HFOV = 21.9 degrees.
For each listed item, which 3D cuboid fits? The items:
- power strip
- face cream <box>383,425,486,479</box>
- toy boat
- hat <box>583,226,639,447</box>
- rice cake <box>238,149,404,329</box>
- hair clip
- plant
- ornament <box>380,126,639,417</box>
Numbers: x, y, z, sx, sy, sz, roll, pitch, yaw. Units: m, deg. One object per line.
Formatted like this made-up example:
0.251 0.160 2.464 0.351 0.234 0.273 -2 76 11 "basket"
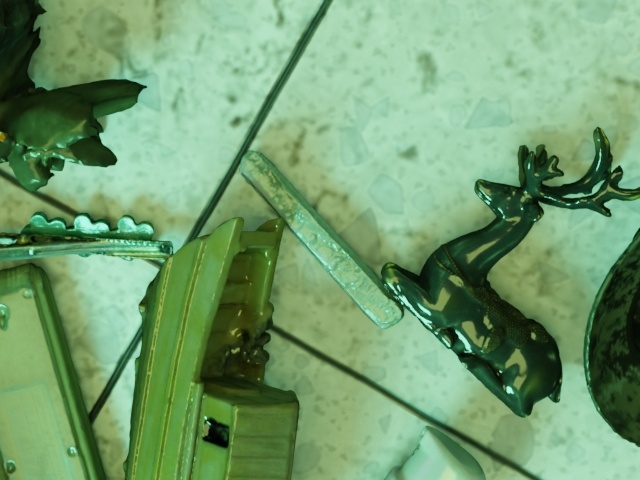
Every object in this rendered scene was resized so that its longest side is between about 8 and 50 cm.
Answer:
-0.252 0.214 1.546 0.092 0.066 0.387 -14 97 5 "power strip"
0.036 0.329 1.524 0.102 0.102 0.345 34 101 -2 "face cream"
-0.097 0.195 1.474 0.162 0.136 0.445 11 98 36 "toy boat"
0.327 0.049 1.431 0.265 0.128 0.265 -5 112 -13 "hat"
0.000 0.000 1.501 0.033 0.033 0.207 -42 94 9 "rice cake"
-0.220 -0.003 1.513 0.173 0.049 0.049 0 100 -1 "hair clip"
-0.313 -0.144 1.405 0.312 0.215 0.213 40 108 -9 "plant"
0.201 0.020 1.465 0.202 0.080 0.236 43 98 -8 "ornament"
